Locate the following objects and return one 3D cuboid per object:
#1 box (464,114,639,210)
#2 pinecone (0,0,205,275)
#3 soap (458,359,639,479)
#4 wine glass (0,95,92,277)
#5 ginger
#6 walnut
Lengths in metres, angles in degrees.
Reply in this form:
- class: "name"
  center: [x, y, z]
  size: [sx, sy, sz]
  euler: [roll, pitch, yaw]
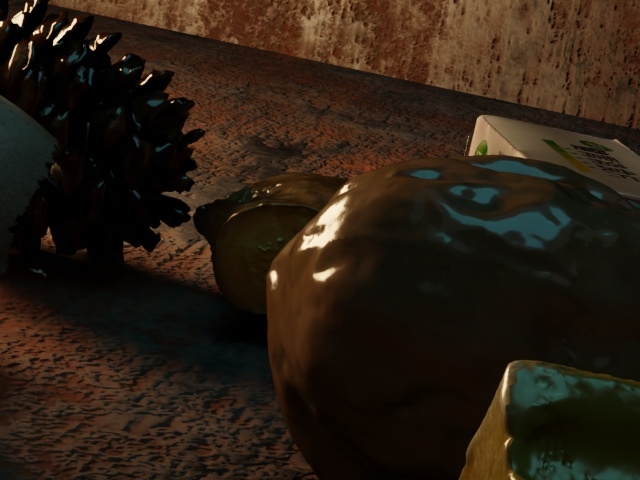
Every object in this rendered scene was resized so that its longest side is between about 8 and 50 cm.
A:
- class: "box"
  center: [0.208, 0.013, 1.308]
  size: [0.145, 0.173, 0.333]
  euler: [8, 14, -8]
- class: "pinecone"
  center: [-0.232, -0.090, 1.304]
  size: [0.273, 0.224, 0.224]
  euler: [14, 13, -2]
- class: "soap"
  center: [0.212, 0.155, 0.672]
  size: [0.315, 0.199, 0.091]
  euler: [9, 56, 0]
- class: "wine glass"
  center: [-0.346, -0.070, 0.998]
  size: [0.357, 0.190, 0.190]
  euler: [30, 8, -18]
- class: "ginger"
  center: [0.000, 0.000, 1.307]
  size: [0.219, 0.123, 0.270]
  euler: [7, 14, -5]
- class: "walnut"
  center: [0.094, 0.065, 0.890]
  size: [0.273, 0.227, 0.273]
  euler: [14, 12, -3]
